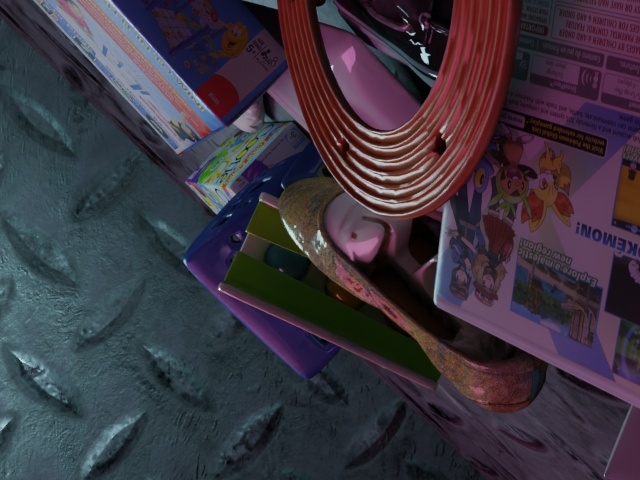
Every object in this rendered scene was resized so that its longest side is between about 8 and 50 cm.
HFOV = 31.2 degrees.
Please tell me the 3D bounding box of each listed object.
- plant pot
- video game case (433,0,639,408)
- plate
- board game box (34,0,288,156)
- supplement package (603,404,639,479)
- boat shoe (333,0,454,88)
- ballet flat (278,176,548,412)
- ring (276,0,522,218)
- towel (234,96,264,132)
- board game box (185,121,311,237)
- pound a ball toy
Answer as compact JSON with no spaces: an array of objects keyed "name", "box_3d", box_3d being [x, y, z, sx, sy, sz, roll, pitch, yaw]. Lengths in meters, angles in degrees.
[{"name":"plant pot","box_3d":[0.000,0.000,1.498,0.236,0.212,0.236,45,-152,-8]},{"name":"video game case","box_3d":[0.200,-0.046,0.624,0.329,0.036,0.299,26,120,45]},{"name":"plate","box_3d":[0.031,-0.119,1.111,0.277,0.045,0.278,43,173,-35]},{"name":"board game box","box_3d":[-0.188,-0.231,1.087,0.308,0.086,0.302,48,169,-10]},{"name":"supplement package","box_3d":[0.389,0.239,1.297,0.105,0.105,0.179,23,177,17]},{"name":"boat shoe","box_3d":[0.080,-0.185,0.836,0.119,0.121,0.335,44,173,-33]},{"name":"ballet flat","box_3d":[0.094,0.027,1.154,0.348,0.123,0.123,44,171,21]},{"name":"ring","box_3d":[0.044,-0.182,0.752,0.337,0.032,0.336,172,90,-67]},{"name":"towel","box_3d":[-0.205,-0.306,1.621,0.317,0.053,0.332,41,171,7]},{"name":"board game box","box_3d":[-0.088,-0.089,1.806,0.142,0.144,0.275,46,169,-18]},{"name":"pound a ball toy","box_3d":[0.070,0.030,1.326,0.319,0.208,0.136,24,179,0]}]
